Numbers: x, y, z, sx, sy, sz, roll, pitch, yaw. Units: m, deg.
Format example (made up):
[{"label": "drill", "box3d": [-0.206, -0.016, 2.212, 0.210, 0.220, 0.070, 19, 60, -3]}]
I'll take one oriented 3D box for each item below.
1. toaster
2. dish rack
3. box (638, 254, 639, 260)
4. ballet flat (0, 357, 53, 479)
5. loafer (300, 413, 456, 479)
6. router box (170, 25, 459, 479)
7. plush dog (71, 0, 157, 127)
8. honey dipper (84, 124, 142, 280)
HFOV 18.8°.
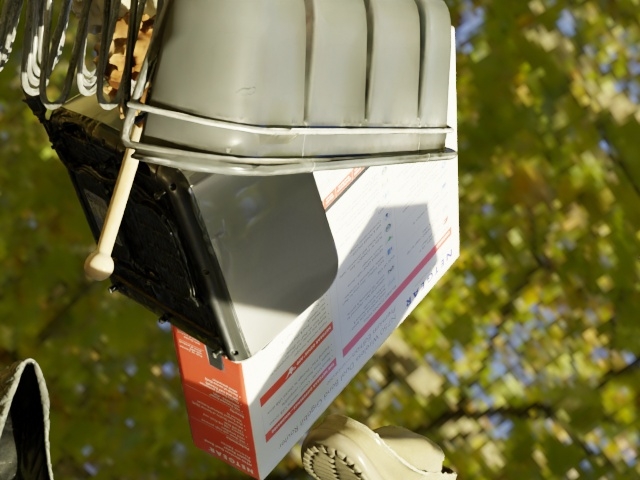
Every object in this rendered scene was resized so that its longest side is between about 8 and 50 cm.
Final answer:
[{"label": "toaster", "box3d": [-0.092, -0.033, 1.315, 0.110, 0.185, 0.168, -36, -142, -25]}, {"label": "dish rack", "box3d": [-0.096, -0.086, 0.729, 0.271, 0.208, 0.074, 13, -82, 23]}, {"label": "box", "box3d": [0.308, -0.015, 1.080, 0.207, 0.108, 0.153, -25, -167, 36]}, {"label": "ballet flat", "box3d": [-0.209, 0.157, 1.337, 0.049, 0.057, 0.173, -52, -140, 37]}, {"label": "loafer", "box3d": [0.035, 0.123, 1.067, 0.056, 0.148, 0.050, 18, -107, 28]}, {"label": "router box", "box3d": [0.000, 0.000, 1.726, 0.082, 0.301, 0.335, 25, -127, 26]}, {"label": "plush dog", "box3d": [-0.069, -0.169, 1.002, 0.210, 0.225, 0.262, -1, -163, 2]}, {"label": "honey dipper", "box3d": [-0.119, -0.051, 1.205, 0.030, 0.030, 0.160, 4, -107, 40]}]
